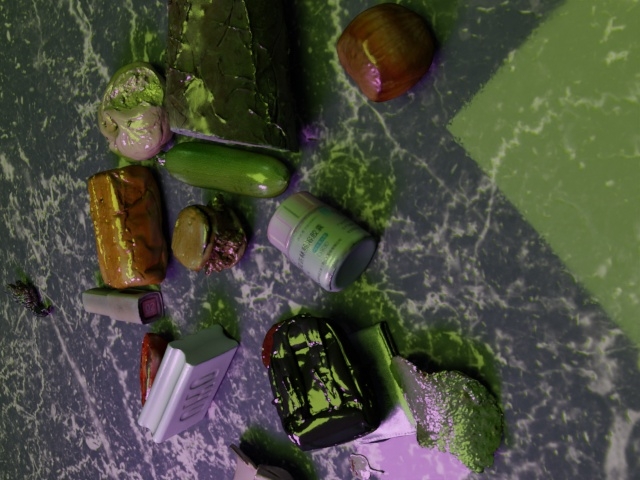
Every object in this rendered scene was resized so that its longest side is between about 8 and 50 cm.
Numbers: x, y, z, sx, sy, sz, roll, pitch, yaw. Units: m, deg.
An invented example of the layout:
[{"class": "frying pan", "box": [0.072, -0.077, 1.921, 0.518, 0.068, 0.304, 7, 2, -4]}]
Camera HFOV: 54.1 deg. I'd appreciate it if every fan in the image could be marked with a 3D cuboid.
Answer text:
[{"class": "fan", "box": [0.093, 0.468, 1.286, 0.083, 0.004, 0.056, -2, 98, 37]}]

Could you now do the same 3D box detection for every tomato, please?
[{"class": "tomato", "box": [-0.404, 0.322, 1.565, 0.166, 0.082, 0.174, -125, 43, -58]}]

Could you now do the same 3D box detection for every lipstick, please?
[{"class": "lipstick", "box": [-0.519, 0.165, 1.631, 0.252, 0.079, 0.077, 1, 102, 38]}]

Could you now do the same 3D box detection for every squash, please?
[{"class": "squash", "box": [-0.218, -0.154, 1.320, 0.378, 0.101, 0.101, 15, 109, 35]}]

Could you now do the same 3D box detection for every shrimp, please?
[{"class": "shrimp", "box": [-0.901, 0.188, 1.923, 0.174, 0.082, 0.076, 35, 115, 17]}]

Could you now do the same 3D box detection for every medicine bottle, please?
[{"class": "medicine bottle", "box": [0.000, 0.000, 1.170, 0.168, 0.135, 0.135, 38, 120, 26]}]

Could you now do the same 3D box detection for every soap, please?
[{"class": "soap", "box": [-0.309, 0.333, 1.459, 0.087, 0.159, 0.265, 40, 121, 22]}]

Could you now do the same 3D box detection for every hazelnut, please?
[{"class": "hazelnut", "box": [0.108, -0.310, 1.029, 0.150, 0.150, 0.150, 9, 106, 35]}]

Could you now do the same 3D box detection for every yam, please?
[{"class": "yam", "box": [-0.162, -0.330, 1.155, 0.241, 0.241, 0.348, 1, 95, 37]}]

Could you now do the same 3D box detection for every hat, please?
[{"class": "hat", "box": [-0.126, 0.576, 1.435, 0.226, 0.164, 0.220, -130, 43, -67]}]

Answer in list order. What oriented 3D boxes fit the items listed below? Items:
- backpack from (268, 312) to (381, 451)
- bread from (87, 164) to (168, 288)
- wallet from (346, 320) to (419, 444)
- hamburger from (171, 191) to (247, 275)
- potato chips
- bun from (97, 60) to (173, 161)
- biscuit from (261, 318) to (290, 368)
[{"class": "backpack", "box": [-0.004, 0.263, 1.176, 0.206, 0.133, 0.258, -23, 79, 13]}, {"class": "bread", "box": [-0.459, -0.031, 1.507, 0.166, 0.132, 0.294, -4, 99, 38]}, {"class": "wallet", "box": [0.101, 0.281, 1.217, 0.167, 0.036, 0.222, -25, 84, 38]}, {"class": "hamburger", "box": [-0.233, -0.018, 1.348, 0.159, 0.131, 0.185, 33, 116, 41]}, {"class": "potato chips", "box": [0.210, 0.293, 1.103, 0.228, 0.059, 0.167, 19, 110, 22]}, {"class": "bun", "box": [-0.431, -0.290, 1.436, 0.210, 0.116, 0.237, 30, 118, 28]}, {"class": "biscuit", "box": [-0.052, 0.253, 1.312, 0.192, 0.049, 0.192, 12, 108, 42]}]
